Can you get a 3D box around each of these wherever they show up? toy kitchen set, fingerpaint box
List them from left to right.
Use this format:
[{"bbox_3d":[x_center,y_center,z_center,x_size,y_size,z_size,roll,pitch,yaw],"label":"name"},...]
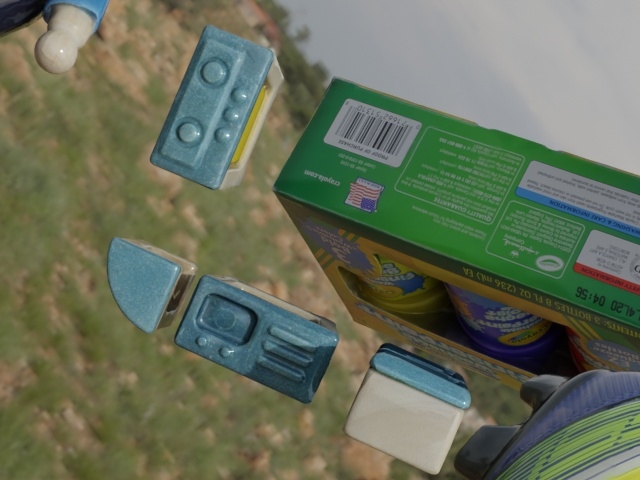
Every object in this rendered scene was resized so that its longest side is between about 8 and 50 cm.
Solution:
[{"bbox_3d":[0.000,0.000,0.709,0.207,0.166,0.122,23,1,4],"label":"toy kitchen set"},{"bbox_3d":[0.211,0.037,1.485,0.445,0.163,0.371,22,-18,24],"label":"fingerpaint box"}]

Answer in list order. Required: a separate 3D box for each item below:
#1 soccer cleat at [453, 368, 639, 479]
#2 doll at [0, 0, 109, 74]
[{"bbox_3d":[0.058,0.134,0.361,0.121,0.289,0.093,11,-52,34],"label":"soccer cleat"},{"bbox_3d":[-0.128,-0.098,0.499,0.129,0.189,0.046,43,-27,38],"label":"doll"}]
